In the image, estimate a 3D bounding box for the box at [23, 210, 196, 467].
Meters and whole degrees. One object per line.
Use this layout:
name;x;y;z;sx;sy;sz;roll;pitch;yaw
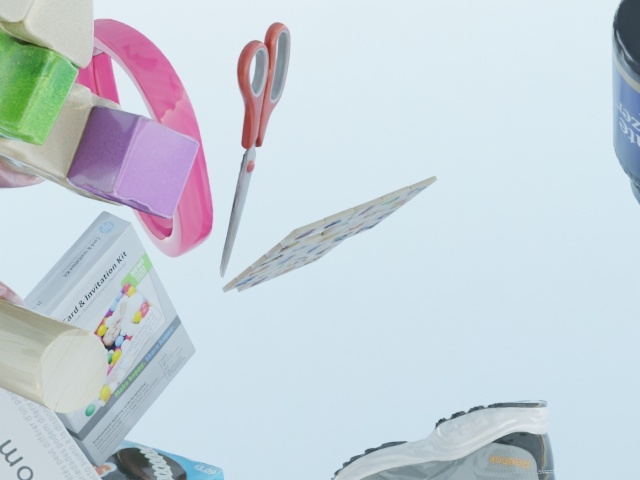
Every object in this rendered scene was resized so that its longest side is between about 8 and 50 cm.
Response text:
box;-0.189;0.087;1.532;0.038;0.186;0.145;21;-121;33

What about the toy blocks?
toy blocks;-0.221;-0.109;0.878;0.260;0.289;0.309;14;-102;47

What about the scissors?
scissors;-0.075;-0.106;2.069;0.021;0.297;0.109;14;-157;21

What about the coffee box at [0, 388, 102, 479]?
coffee box;-0.281;0.305;1.121;0.334;0.337;0.338;-34;177;-25

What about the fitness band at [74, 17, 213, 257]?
fitness band;-0.195;-0.112;1.937;0.054;0.290;0.209;-32;-135;-25

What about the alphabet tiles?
alphabet tiles;0.000;0.000;2.002;0.198;0.009;0.237;-22;172;-33

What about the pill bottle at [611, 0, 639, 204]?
pill bottle;0.291;-0.107;1.398;0.123;0.219;0.122;-5;-122;7

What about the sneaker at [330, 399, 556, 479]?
sneaker;0.104;0.228;1.601;0.100;0.108;0.271;4;157;-41

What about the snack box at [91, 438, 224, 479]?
snack box;-0.265;0.234;1.610;0.322;0.060;0.187;11;-152;35
